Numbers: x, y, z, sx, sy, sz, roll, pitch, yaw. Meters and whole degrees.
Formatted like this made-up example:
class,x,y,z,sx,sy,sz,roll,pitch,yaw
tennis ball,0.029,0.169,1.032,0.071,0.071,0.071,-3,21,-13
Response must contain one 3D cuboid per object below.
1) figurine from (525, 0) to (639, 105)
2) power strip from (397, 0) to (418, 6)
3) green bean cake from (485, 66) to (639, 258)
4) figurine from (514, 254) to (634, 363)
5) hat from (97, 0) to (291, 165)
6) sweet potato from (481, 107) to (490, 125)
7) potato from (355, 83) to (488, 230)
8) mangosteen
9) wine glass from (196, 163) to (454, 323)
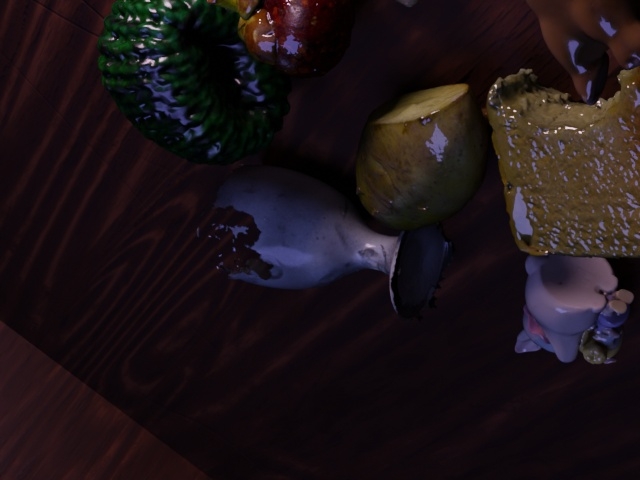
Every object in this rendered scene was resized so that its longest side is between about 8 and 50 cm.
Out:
class,x,y,z,sx,sy,sz,roll,pitch,yaw
figurine,0.279,-0.296,1.370,0.247,0.173,0.177,52,160,2
power strip,0.064,-0.341,1.663,0.169,0.028,0.076,30,150,11
green bean cake,0.329,-0.104,1.613,0.236,0.124,0.233,2,114,42
figurine,0.352,0.110,1.938,0.155,0.127,0.235,16,152,12
hat,-0.213,-0.241,1.897,0.332,0.242,0.274,15,130,52
sweet potato,0.228,-0.160,1.761,0.115,0.026,0.026,-3,133,47
potato,0.136,-0.115,1.792,0.176,0.141,0.298,47,151,4
mangosteen,-0.046,-0.275,1.724,0.181,0.156,0.146,-7,129,7
wine glass,0.005,-0.001,2.059,0.357,0.190,0.190,13,144,25
